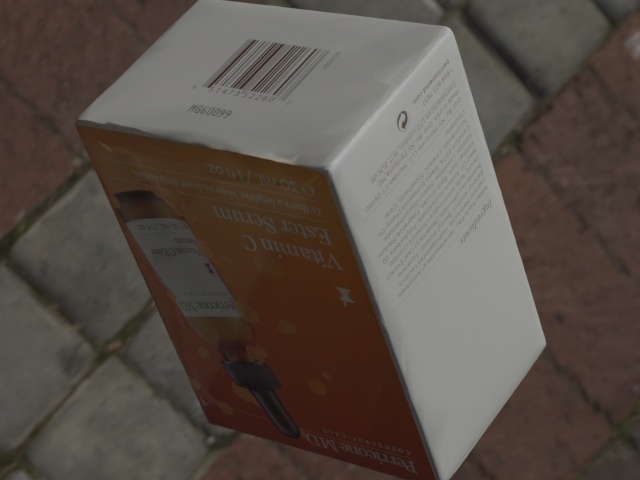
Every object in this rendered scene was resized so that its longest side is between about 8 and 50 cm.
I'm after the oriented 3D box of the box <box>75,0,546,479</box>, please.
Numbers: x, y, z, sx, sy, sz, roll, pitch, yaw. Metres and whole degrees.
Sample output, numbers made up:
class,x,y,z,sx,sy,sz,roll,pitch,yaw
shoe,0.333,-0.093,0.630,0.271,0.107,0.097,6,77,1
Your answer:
class,x,y,z,sx,sy,sz,roll,pitch,yaw
box,0.000,0.000,0.813,0.091,0.130,0.170,-49,134,-34
